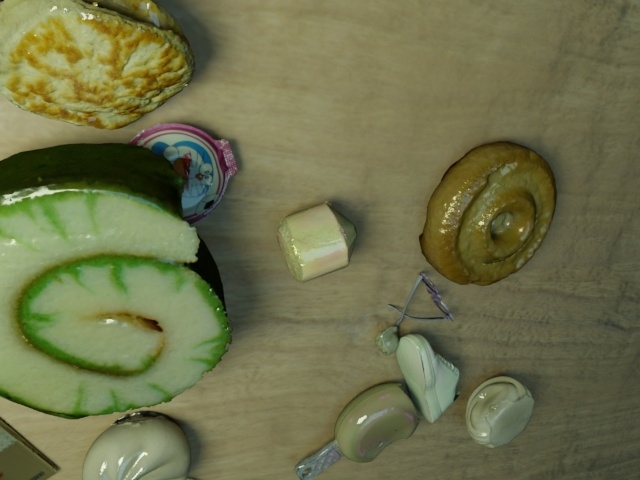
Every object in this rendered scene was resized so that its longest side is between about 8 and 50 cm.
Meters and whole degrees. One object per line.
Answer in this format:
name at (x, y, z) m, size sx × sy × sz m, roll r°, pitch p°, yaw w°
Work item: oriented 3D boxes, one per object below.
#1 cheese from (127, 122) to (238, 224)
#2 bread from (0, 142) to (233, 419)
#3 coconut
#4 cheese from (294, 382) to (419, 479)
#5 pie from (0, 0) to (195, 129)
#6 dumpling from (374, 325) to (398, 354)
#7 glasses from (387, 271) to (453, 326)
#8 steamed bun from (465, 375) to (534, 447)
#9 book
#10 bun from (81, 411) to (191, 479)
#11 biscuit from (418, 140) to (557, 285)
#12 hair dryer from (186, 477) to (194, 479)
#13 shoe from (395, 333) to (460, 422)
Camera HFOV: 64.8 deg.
cheese at (-0.230, -0.073, 0.681) m, size 0.245 × 0.062 × 0.155 m, roll -22°, pitch 123°, yaw -16°
bread at (-0.280, 0.057, 0.642) m, size 0.366 × 0.129 × 0.382 m, roll 27°, pitch 112°, yaw -30°
coconut at (0.000, 0.000, 0.803) m, size 0.122 × 0.116 × 0.116 m, roll -19°, pitch 121°, yaw -12°
cheese at (0.074, 0.414, 1.064) m, size 0.286 × 0.082 × 0.163 m, roll -33°, pitch 123°, yaw -7°
pie at (-0.244, -0.201, 0.559) m, size 0.205 × 0.084 × 0.179 m, roll 6°, pitch 150°, yaw -46°
dumpling at (0.139, 0.199, 1.015) m, size 0.059 × 0.043 × 0.077 m, roll -47°, pitch 125°, yaw -27°
glasses at (0.191, 0.136, 0.998) m, size 0.104 × 0.062 × 0.139 m, roll -36°, pitch 124°, yaw -6°
steamed bun at (0.426, 0.412, 1.226) m, size 0.183 × 0.106 × 0.182 m, roll -14°, pitch 121°, yaw -24°
book at (-0.519, 0.333, 0.755) m, size 0.139 × 0.016 × 0.198 m, roll -31°, pitch 124°, yaw -11°
bun at (-0.298, 0.384, 0.832) m, size 0.173 × 0.120 × 0.172 m, roll -11°, pitch 119°, yaw -20°
biscuit at (0.333, -0.041, 0.966) m, size 0.297 × 0.102 × 0.296 m, roll -13°, pitch 121°, yaw -23°
hair dryer at (-0.328, 0.523, 0.933) m, size 0.183 × 0.044 × 0.154 m, roll 5°, pitch 109°, yaw -26°
shoe at (0.239, 0.274, 1.077) m, size 0.110 × 0.095 × 0.264 m, roll -30°, pitch 129°, yaw -19°
